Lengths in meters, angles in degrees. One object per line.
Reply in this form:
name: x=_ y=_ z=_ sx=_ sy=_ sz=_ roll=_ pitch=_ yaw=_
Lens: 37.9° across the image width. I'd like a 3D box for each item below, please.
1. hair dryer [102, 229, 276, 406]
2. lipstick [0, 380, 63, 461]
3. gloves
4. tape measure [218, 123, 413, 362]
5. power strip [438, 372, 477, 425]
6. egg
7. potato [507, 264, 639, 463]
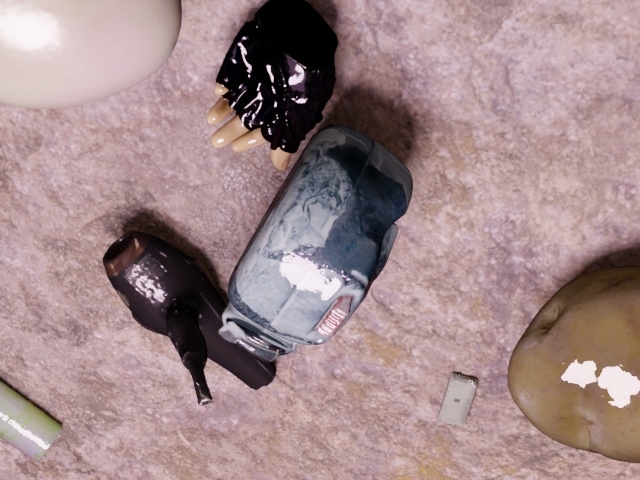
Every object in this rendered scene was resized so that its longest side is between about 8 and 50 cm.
hair dryer: x=-0.148 y=0.145 z=1.184 sx=0.120 sy=0.359 sz=0.304 roll=-40 pitch=113 yaw=2
lipstick: x=-0.553 y=0.237 z=1.484 sx=0.304 sy=0.076 sz=0.076 roll=38 pitch=121 yaw=-9
gloves: x=-0.061 y=-0.173 z=1.105 sx=0.164 sy=0.124 sz=0.203 roll=63 pitch=146 yaw=10
tape measure: x=0.000 y=0.000 z=1.106 sx=0.147 sy=0.256 sz=0.275 roll=30 pitch=148 yaw=-6
power strip: x=0.195 y=0.226 z=1.325 sx=0.040 sy=0.016 sz=0.090 roll=14 pitch=122 yaw=5
egg: x=-0.318 y=-0.283 z=1.006 sx=0.345 sy=0.283 sz=0.283 roll=22 pitch=122 yaw=-6
potato: x=0.395 y=0.148 z=1.112 sx=0.326 sy=0.221 sz=0.243 roll=-4 pitch=108 yaw=28
